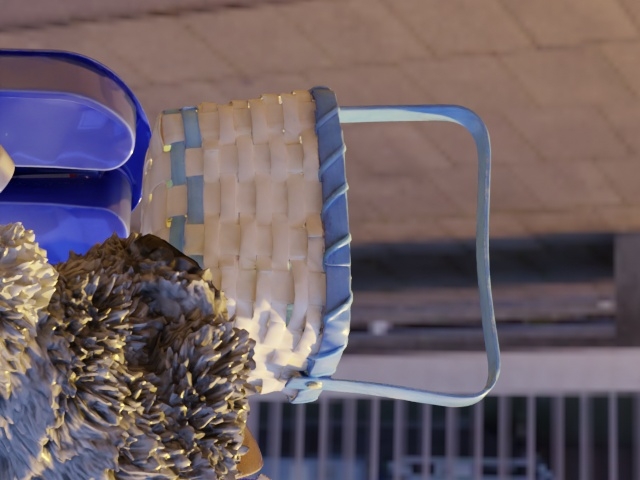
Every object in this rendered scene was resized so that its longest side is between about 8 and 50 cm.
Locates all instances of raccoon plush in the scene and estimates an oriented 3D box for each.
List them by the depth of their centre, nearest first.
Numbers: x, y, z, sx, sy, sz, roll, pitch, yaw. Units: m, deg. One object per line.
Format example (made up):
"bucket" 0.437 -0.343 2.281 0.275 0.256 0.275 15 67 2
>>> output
"raccoon plush" -0.164 0.148 1.179 0.216 0.446 0.299 -39 162 20

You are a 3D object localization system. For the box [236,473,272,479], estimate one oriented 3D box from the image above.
"box" -0.026 0.243 1.463 0.136 0.081 0.028 33 168 1

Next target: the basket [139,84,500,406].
"basket" 0.000 0.000 1.507 0.289 0.255 0.201 3 157 -7

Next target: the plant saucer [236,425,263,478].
"plant saucer" -0.201 0.156 1.676 0.310 0.050 0.310 9 -176 -1

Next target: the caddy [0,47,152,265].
"caddy" -0.350 -0.088 2.075 0.341 0.241 0.179 2 -160 -12

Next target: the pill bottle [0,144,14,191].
"pill bottle" -0.393 -0.125 1.807 0.121 0.121 0.216 -9 129 38
